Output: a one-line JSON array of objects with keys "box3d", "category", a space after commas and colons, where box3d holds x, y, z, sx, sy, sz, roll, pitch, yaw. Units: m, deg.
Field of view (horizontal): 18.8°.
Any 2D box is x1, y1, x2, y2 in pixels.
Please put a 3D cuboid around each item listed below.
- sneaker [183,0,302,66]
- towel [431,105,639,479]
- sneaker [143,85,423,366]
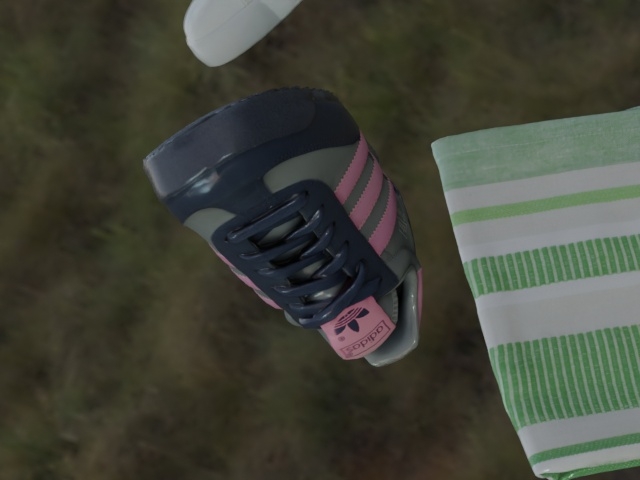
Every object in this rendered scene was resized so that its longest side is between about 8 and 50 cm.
[{"box3d": [-0.018, -0.250, 1.217, 0.290, 0.123, 0.106, -53, 20, 6], "category": "sneaker"}, {"box3d": [0.252, 0.035, 1.647, 0.038, 0.248, 0.324, 95, 163, -65], "category": "towel"}, {"box3d": [0.000, 0.000, 1.129, 0.112, 0.319, 0.131, -27, 75, 13], "category": "sneaker"}]
